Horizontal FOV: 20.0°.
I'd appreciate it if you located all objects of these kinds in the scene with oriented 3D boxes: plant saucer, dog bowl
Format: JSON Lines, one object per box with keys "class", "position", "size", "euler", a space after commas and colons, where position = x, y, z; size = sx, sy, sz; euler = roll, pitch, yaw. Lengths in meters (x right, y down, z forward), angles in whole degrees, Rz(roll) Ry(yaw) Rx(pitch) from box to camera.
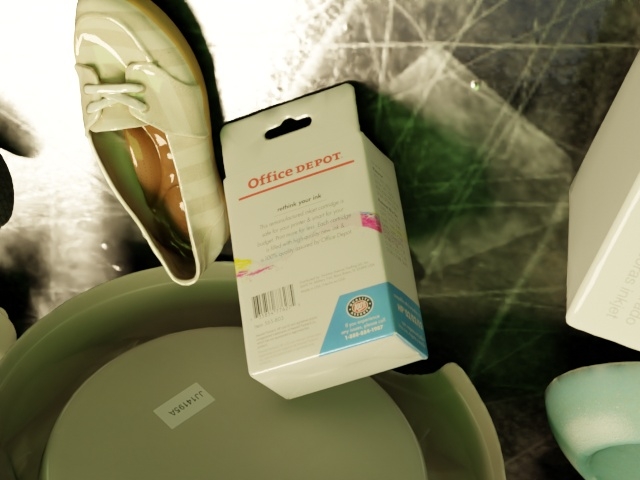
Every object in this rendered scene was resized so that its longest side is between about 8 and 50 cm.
{"class": "plant saucer", "position": [0.296, 0.160, 1.190], "size": [0.318, 0.043, 0.317], "euler": [17, 161, 6]}
{"class": "dog bowl", "position": [-0.057, 0.173, 1.195], "size": [0.349, 0.348, 0.102], "euler": [11, 136, 1]}

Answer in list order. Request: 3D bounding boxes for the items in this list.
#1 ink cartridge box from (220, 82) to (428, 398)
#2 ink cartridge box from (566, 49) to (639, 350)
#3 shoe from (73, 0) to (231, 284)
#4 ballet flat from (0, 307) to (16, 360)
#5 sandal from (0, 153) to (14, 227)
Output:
{"class": "ink cartridge box", "position": [0.000, 0.000, 1.191], "size": [0.104, 0.181, 0.061], "euler": [-17, 154, 19]}
{"class": "ink cartridge box", "position": [0.376, -0.030, 1.089], "size": [0.385, 0.160, 0.279], "euler": [19, 123, -4]}
{"class": "shoe", "position": [-0.110, -0.067, 1.194], "size": [0.077, 0.058, 0.219], "euler": [-4, 125, 23]}
{"class": "ballet flat", "position": [-0.328, 0.049, 1.262], "size": [0.182, 0.164, 0.482], "euler": [-30, 112, 12]}
{"class": "sandal", "position": [-0.281, -0.069, 1.225], "size": [0.179, 0.067, 0.040], "euler": [39, 128, -8]}
